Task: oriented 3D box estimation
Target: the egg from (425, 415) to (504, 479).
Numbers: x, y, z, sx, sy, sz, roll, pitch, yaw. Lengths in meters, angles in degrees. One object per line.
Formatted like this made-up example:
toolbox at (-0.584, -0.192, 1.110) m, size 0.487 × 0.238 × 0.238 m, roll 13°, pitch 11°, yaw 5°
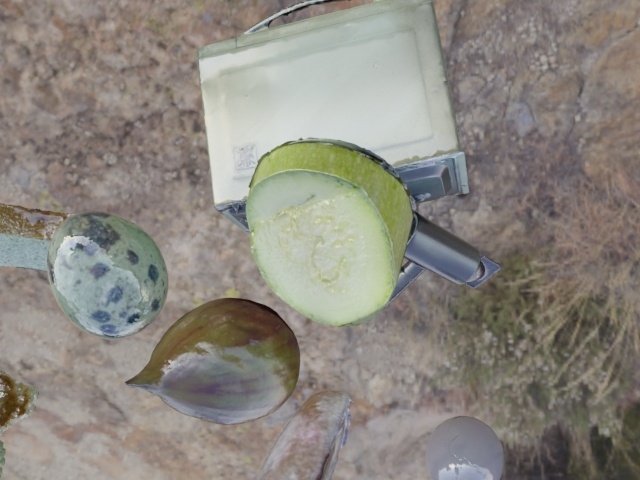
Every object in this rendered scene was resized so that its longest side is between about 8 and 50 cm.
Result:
egg at (0.271, 0.409, 1.479) m, size 0.146 × 0.146 × 0.199 m, roll 1°, pitch -176°, yaw 8°

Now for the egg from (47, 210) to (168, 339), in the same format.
egg at (-0.265, 0.040, 0.981) m, size 0.141 × 0.141 × 0.181 m, roll -6°, pitch 132°, yaw 16°

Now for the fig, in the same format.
fig at (-0.090, 0.103, 0.648) m, size 0.109 × 0.155 × 0.103 m, roll 6°, pitch 101°, yaw 36°

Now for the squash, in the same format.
squash at (-0.002, -0.014, 0.953) m, size 0.220 × 0.133 × 0.220 m, roll 14°, pitch 137°, yaw 13°

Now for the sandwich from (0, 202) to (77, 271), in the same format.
sandwich at (-0.551, -0.003, 1.516) m, size 0.215 × 0.065 × 0.186 m, roll 9°, pitch 152°, yaw -19°

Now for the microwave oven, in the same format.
microwave oven at (0.026, -0.202, 1.332) m, size 0.394 × 0.333 × 0.247 m, roll -11°, pitch 166°, yaw 10°

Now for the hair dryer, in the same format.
hair dryer at (0.166, 0.077, 1.400) m, size 0.195 × 0.078 × 0.248 m, roll 28°, pitch 127°, yaw -23°

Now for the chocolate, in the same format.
chocolate at (-0.042, 0.338, 1.055) m, size 0.100 × 0.303 × 0.185 m, roll 19°, pitch 136°, yaw 7°

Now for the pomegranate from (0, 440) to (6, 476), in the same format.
pomegranate at (-0.621, 0.310, 1.228) m, size 0.260 × 0.260 × 0.341 m, roll 28°, pitch 166°, yaw -21°

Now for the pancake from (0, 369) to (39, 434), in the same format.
pancake at (-0.514, 0.254, 1.082) m, size 0.244 × 0.266 × 0.057 m, roll 1°, pitch 150°, yaw -29°
